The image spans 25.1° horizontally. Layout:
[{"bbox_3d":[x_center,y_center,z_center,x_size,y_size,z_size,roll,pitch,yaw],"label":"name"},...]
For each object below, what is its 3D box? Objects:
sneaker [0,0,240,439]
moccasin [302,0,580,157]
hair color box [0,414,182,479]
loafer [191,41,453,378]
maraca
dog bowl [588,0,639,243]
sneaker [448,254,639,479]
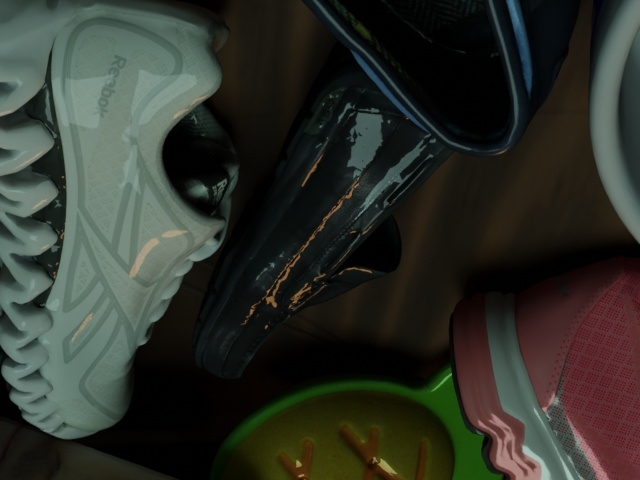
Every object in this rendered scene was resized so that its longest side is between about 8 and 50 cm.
[{"bbox_3d":[-0.100,-0.001,0.701,0.118,0.110,0.292,1,138,-4],"label":"sneaker"},{"bbox_3d":[0.001,-0.167,0.488,0.138,0.116,0.342,-25,127,32],"label":"moccasin"},{"bbox_3d":[-0.214,0.191,0.792,0.339,0.185,0.110,16,141,21],"label":"hair color box"},{"bbox_3d":[0.000,0.000,0.696,0.078,0.076,0.223,27,131,-7],"label":"loafer"},{"bbox_3d":[0.029,0.126,0.814,0.186,0.099,0.127,-17,123,-3],"label":"maraca"},{"bbox_3d":[0.236,-0.080,0.547,0.265,0.104,0.264,5,136,5],"label":"dog bowl"},{"bbox_3d":[0.188,0.149,0.739,0.136,0.116,0.313,-27,101,17],"label":"sneaker"}]
